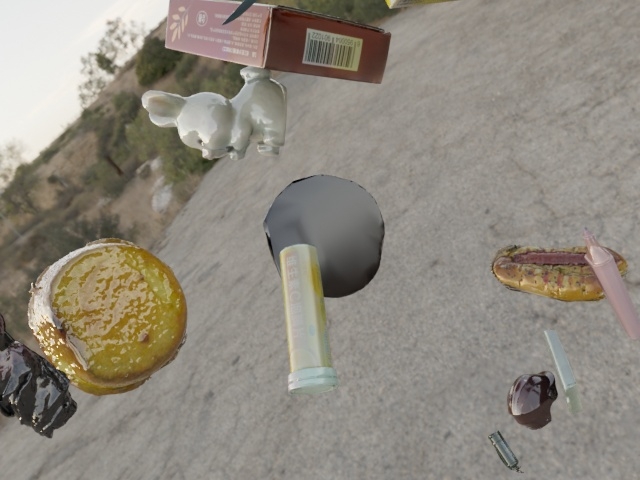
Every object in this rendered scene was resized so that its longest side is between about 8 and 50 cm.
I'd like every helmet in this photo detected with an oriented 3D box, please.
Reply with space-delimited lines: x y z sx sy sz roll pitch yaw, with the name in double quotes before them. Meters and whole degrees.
"helmet" 0.420 0.316 1.180 0.098 0.070 0.123 143 143 -69

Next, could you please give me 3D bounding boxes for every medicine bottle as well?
"medicine bottle" -0.022 0.116 0.874 0.074 0.074 0.218 -27 59 35

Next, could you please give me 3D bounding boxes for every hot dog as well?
"hot dog" 0.461 0.060 1.145 0.253 0.069 0.131 4 48 29

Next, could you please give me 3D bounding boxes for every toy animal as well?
"toy animal" -0.267 -0.335 1.532 0.368 0.241 0.196 -7 -7 -10

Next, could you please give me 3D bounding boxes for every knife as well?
"knife" -0.089 -0.420 0.962 0.044 0.019 0.313 -34 13 -32

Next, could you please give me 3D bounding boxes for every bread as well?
"bread" -0.474 0.176 1.348 0.337 0.358 0.204 -37 11 -24

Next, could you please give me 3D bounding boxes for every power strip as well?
"power strip" 0.481 0.250 1.166 0.027 0.060 0.252 -16 18 16

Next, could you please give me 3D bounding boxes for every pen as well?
"pen" 0.438 0.062 0.881 0.032 0.197 0.053 -29 17 15

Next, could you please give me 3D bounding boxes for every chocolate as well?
"chocolate" 0.000 0.000 1.336 0.283 0.283 0.186 -46 5 -16

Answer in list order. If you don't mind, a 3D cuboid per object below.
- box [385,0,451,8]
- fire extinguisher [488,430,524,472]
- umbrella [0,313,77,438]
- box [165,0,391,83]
"box" 0.244 -0.494 0.993 0.265 0.097 0.168 -15 -8 -22
"fire extinguisher" 0.348 0.402 1.099 0.025 0.083 0.038 -21 -24 -28
"umbrella" -0.456 0.133 0.776 0.090 0.326 0.094 -41 13 0
"box" -0.100 -0.453 1.320 0.344 0.122 0.385 -7 24 -43
